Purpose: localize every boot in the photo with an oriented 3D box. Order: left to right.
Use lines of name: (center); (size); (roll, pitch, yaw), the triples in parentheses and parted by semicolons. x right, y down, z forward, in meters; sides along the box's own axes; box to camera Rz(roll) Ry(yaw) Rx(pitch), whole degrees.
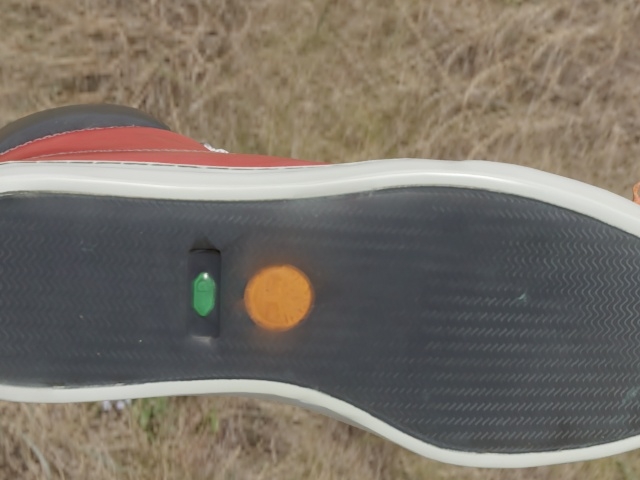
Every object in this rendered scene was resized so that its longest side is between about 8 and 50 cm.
boot: (0.000, 0.000, 0.480); (0.244, 0.176, 0.088); (7, 103, -7)

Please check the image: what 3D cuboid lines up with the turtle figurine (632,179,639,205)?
turtle figurine: (0.417, -0.030, 1.313); (0.217, 0.269, 0.087); (-36, 34, 23)
